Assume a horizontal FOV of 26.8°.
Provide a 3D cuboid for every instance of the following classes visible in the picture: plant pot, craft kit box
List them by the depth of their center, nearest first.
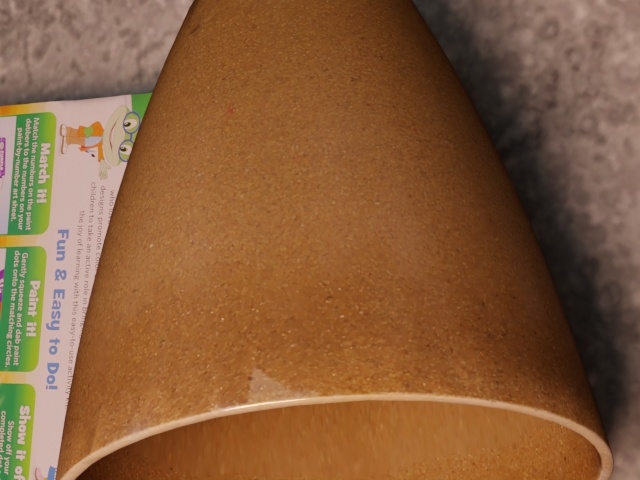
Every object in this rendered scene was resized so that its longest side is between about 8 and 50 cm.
[{"bbox_3d":[0.000,0.000,0.631,0.237,0.237,0.254,-17,60,24],"label":"plant pot"},{"bbox_3d":[-0.162,0.042,0.786,0.246,0.061,0.250,-1,81,30],"label":"craft kit box"}]
